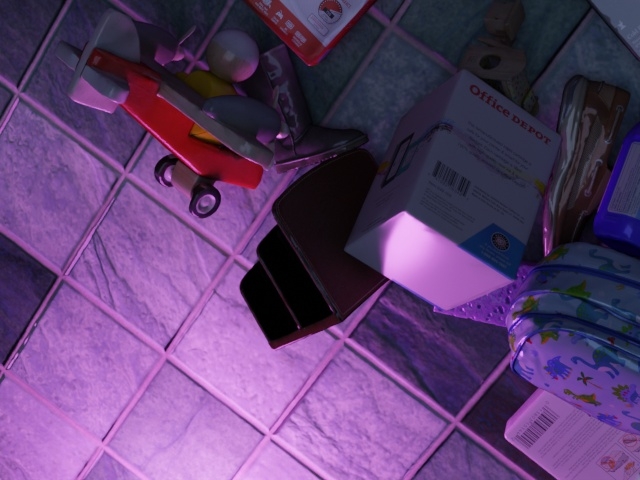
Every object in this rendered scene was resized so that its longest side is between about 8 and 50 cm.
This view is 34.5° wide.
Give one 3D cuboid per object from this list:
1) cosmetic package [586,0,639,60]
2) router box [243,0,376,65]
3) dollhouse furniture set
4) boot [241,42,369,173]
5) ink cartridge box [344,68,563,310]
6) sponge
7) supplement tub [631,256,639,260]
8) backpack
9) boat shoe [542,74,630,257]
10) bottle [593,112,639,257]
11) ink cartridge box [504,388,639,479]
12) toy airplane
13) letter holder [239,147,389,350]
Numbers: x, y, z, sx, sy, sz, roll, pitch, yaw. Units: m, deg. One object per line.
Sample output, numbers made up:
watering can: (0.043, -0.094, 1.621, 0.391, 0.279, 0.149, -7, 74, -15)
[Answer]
cosmetic package: (0.455, -0.393, 1.548, 0.127, 0.107, 0.238, -42, 94, 18)
router box: (-0.028, -0.507, 1.656, 0.335, 0.082, 0.301, 45, 111, 0)
dollhouse furniture set: (0.311, -0.257, 1.623, 0.101, 0.161, 0.182, 13, 153, 31)
boot: (-0.033, -0.231, 1.744, 0.190, 0.076, 0.208, -15, 93, 16)
ink cartridge box: (0.202, -0.072, 1.560, 0.198, 0.270, 0.197, 32, 152, -14)
sponge: (0.305, 0.085, 1.752, 0.210, 0.031, 0.117, 12, 107, 11)
supplement tub: (0.559, -0.006, 1.622, 0.198, 0.106, 0.106, -43, 91, 20)
backpack: (0.457, 0.150, 1.541, 0.355, 0.290, 0.273, 42, 70, 15)
boat shoe: (0.419, -0.094, 1.630, 0.116, 0.123, 0.324, 9, 108, 10)
bottle: (0.507, -0.117, 1.565, 0.092, 0.118, 0.283, 14, 79, 47)
ink cartridge box: (0.504, 0.301, 1.737, 0.261, 0.066, 0.296, 39, 111, 3)
toy airplane: (-0.219, -0.244, 1.632, 0.386, 0.384, 0.272, 44, 86, -3)
letter holder: (0.000, 0.000, 1.650, 0.152, 0.302, 0.214, -27, 96, 37)
